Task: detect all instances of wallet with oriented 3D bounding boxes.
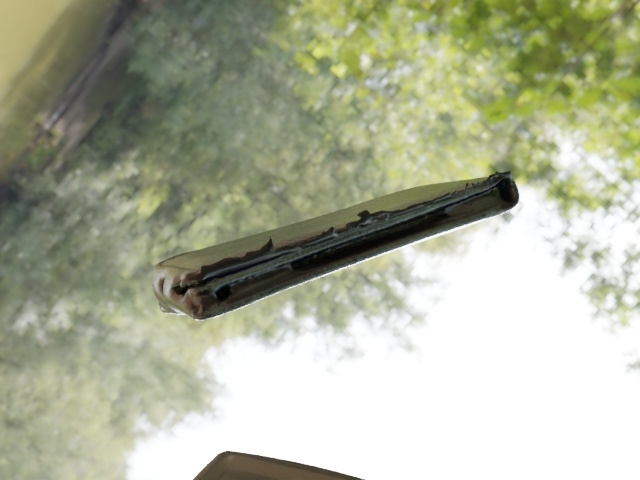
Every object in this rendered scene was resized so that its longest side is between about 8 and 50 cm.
[{"bbox_3d":[0.001,0.002,0.827,0.222,0.036,0.167,-17,-177,-15],"label":"wallet"}]

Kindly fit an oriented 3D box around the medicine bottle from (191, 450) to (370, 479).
[{"bbox_3d":[-0.007,0.225,0.741,0.132,0.189,0.088,6,-144,32],"label":"medicine bottle"}]
